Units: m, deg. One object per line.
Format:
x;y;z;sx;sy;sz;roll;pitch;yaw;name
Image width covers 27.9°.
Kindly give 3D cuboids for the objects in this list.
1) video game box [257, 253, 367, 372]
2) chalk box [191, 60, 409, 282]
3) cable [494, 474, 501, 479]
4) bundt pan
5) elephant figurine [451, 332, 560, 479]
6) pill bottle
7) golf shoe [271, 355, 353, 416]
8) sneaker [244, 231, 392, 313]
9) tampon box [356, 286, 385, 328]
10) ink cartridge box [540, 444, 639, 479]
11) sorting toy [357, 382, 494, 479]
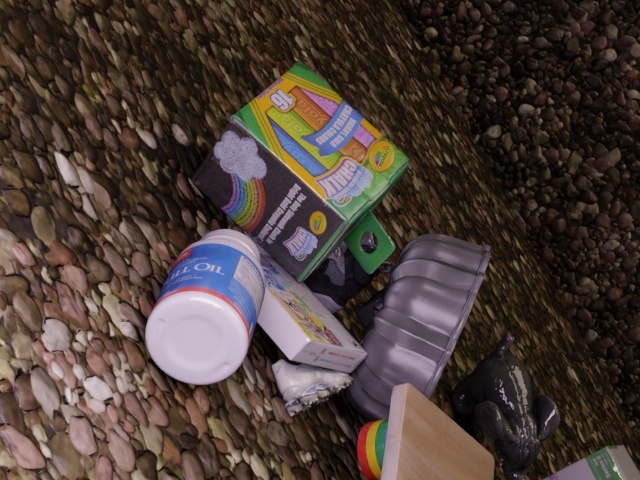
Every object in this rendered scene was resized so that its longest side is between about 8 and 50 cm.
-0.046;0.095;1.809;0.205;0.048;0.187;47;10;27;video game box
-0.005;-0.078;1.863;0.289;0.180;0.179;43;51;2;chalk box
0.327;0.530;2.236;0.139;0.072;0.287;26;25;-44;cable
0.135;0.134;1.959;0.124;0.331;0.331;25;21;1;bundt pan
0.359;0.335;2.362;0.186;0.169;0.239;46;14;-44;elephant figurine
-0.134;0.072;1.590;0.124;0.124;0.221;54;18;-17;pill bottle
-0.012;0.190;1.824;0.086;0.069;0.176;57;16;12;golf shoe
0.000;0.000;1.995;0.268;0.153;0.101;44;24;-39;sneaker
0.154;0.122;2.259;0.101;0.120;0.161;59;19;-1;tampon box
0.492;0.476;2.457;0.093;0.212;0.154;63;19;19;ink cartridge box
0.135;0.371;1.788;0.257;0.089;0.255;43;45;-40;sorting toy
